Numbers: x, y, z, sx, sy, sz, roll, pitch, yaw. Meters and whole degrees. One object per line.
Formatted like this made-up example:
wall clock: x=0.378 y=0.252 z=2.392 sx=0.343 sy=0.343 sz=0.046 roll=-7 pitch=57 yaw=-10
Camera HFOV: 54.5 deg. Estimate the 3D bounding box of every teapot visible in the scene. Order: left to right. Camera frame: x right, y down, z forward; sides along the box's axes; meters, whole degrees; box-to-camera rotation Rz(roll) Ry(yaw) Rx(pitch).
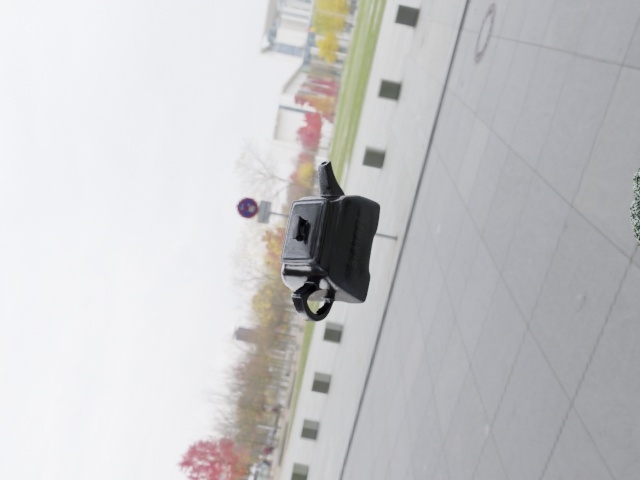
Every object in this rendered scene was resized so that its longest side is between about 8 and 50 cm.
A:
teapot: x=0.000 y=0.000 z=0.681 sx=0.096 sy=0.087 sz=0.177 roll=30 pitch=-114 yaw=-51

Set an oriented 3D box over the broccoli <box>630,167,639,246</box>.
broccoli: x=0.401 y=-0.019 z=0.662 sx=0.138 sy=0.146 sz=0.162 roll=76 pitch=-177 yaw=-74
